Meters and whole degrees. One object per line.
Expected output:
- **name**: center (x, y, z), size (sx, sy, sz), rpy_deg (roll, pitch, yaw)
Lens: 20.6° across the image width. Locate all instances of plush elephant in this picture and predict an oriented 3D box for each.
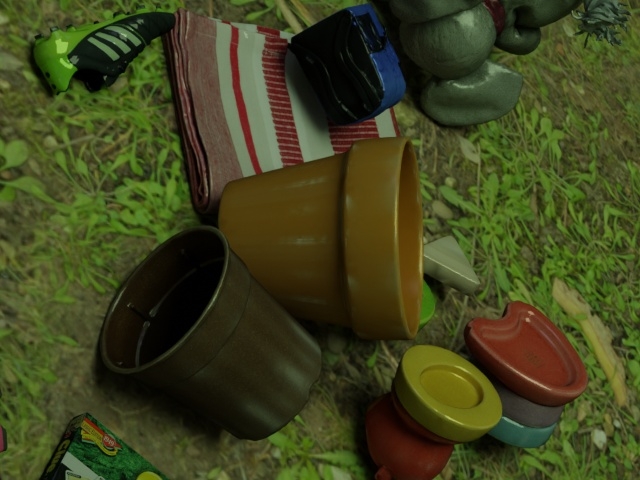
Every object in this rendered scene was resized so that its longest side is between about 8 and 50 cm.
- **plush elephant**: center (0.183, -0.295, 2.133), size (0.255, 0.272, 0.330), rpy_deg (-23, 46, -13)

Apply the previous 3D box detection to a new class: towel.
- **towel**: center (-0.025, -0.129, 1.968), size (0.329, 0.037, 0.237), rpy_deg (5, 66, -43)

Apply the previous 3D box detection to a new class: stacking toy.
- **stacking toy**: center (0.123, 0.136, 1.952), size (0.309, 0.130, 0.279), rpy_deg (-6, 47, -48)

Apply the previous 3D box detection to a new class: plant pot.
- **plant pot**: center (-0.095, 0.100, 1.691), size (0.165, 0.167, 0.167), rpy_deg (41, 45, -30)
- **plant pot**: center (0.000, 0.000, 1.782), size (0.205, 0.188, 0.205), rpy_deg (-1, 90, -80)

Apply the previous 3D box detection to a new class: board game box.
- **board game box**: center (-0.153, 0.288, 1.621), size (0.259, 0.030, 0.136), rpy_deg (42, 43, -20)

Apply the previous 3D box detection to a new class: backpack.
- **backpack**: center (0.043, -0.196, 1.973), size (0.101, 0.098, 0.120), rpy_deg (-22, 87, -52)

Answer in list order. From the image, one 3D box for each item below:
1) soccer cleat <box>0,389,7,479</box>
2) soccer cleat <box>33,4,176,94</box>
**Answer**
- **soccer cleat**: center (-0.329, 0.188, 1.438), size (0.143, 0.116, 0.331), rpy_deg (-9, 75, -47)
- **soccer cleat**: center (-0.217, -0.195, 1.809), size (0.179, 0.060, 0.072), rpy_deg (-23, 94, -41)
